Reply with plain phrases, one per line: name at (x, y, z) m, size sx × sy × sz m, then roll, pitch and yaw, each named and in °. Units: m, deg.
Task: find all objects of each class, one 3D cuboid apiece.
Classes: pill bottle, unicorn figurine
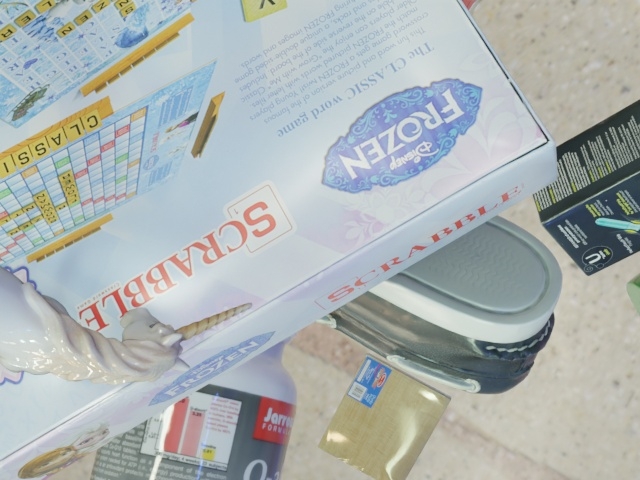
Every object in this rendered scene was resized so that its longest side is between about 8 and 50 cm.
pill bottle at (-0.141, 0.227, 1.344) m, size 0.210 × 0.210 × 0.363 m, roll 6°, pitch 79°, yaw 32°
unicorn figurine at (-0.129, 0.026, 0.495) m, size 0.111 × 0.162 × 0.060 m, roll 12°, pitch 83°, yaw 46°

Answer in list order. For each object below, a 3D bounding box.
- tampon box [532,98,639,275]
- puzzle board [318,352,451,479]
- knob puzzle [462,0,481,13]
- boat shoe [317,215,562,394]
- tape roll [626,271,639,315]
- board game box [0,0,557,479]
tampon box at (0.335, -0.059, 1.365) m, size 0.161 × 0.101 × 0.120 m, roll -29°, pitch 132°, yaw 22°
puzzle board at (0.065, 0.186, 1.229) m, size 0.096 × 0.011 × 0.128 m, roll 28°, pitch 116°, yaw 6°
knob puzzle at (0.104, -0.223, 1.201) m, size 0.030 × 0.213 × 0.213 m, roll 55°, pitch 136°, yaw 19°
boat shoe at (0.000, 0.000, 0.746) m, size 0.302 × 0.114 × 0.091 m, roll 32°, pitch 142°, yaw 21°
tape roll at (0.549, 0.159, 1.632) m, size 0.077 × 0.321 × 0.321 m, roll -38°, pitch 94°, yaw 2°
board game box at (-0.096, -0.087, 0.622) m, size 0.318 × 0.066 × 0.318 m, roll -30°, pitch 72°, yaw 5°
